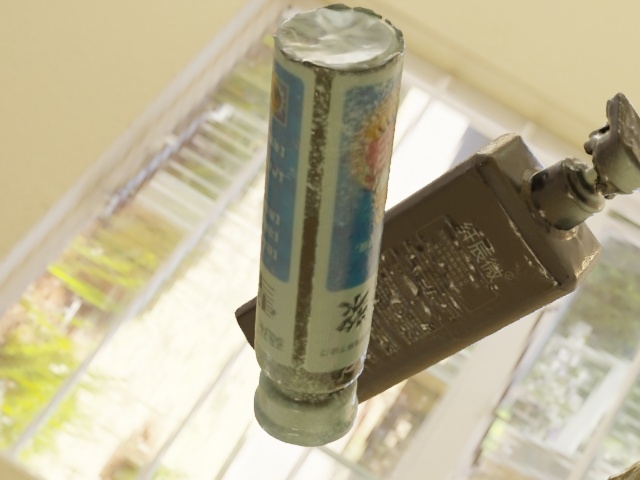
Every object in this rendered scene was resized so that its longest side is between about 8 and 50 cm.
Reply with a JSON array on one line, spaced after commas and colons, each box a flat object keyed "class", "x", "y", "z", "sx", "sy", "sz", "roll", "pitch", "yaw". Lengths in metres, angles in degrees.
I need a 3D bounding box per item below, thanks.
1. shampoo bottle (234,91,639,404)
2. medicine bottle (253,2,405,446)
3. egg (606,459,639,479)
[{"class": "shampoo bottle", "x": 0.078, "y": 0.015, "z": 0.919, "sx": 0.309, "sy": 0.098, "sz": 0.071, "roll": -33, "pitch": -179, "yaw": 41}, {"class": "medicine bottle", "x": 0.000, "y": 0.000, "z": 0.610, "sx": 0.051, "sy": 0.051, "sz": 0.191, "roll": -49, "pitch": 153, "yaw": -48}, {"class": "egg", "x": 0.211, "y": 0.190, "z": 0.665, "sx": 0.195, "sy": 0.233, "sz": 0.195, "roll": -24, "pitch": 154, "yaw": -13}]
